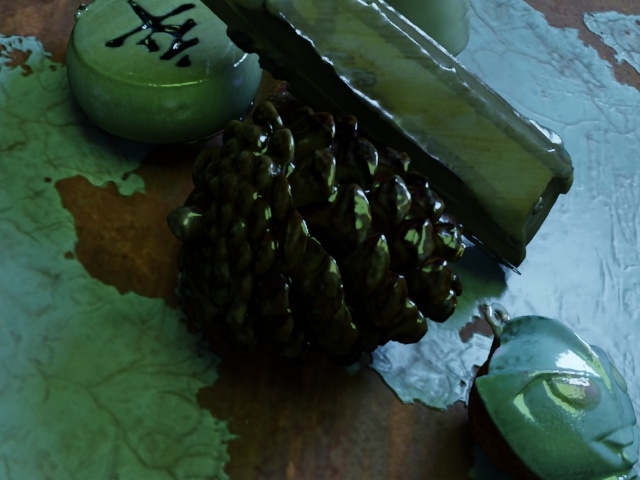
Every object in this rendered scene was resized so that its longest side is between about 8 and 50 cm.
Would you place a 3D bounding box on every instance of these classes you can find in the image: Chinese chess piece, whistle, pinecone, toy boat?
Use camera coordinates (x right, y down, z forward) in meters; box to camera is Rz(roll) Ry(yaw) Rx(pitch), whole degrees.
[{"bbox_3d":[-0.149,-0.174,1.259,0.188,0.083,0.188,1,43,-1],"label":"Chinese chess piece"},{"bbox_3d":[0.229,0.203,1.113,0.346,0.133,0.142,63,18,16],"label":"whistle"},{"bbox_3d":[0.000,0.000,1.119,0.272,0.224,0.224,13,50,-25],"label":"pinecone"},{"bbox_3d":[0.060,-0.145,1.224,0.445,0.162,0.136,37,83,-20],"label":"toy boat"}]

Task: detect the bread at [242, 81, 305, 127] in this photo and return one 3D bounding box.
[{"bbox_3d":[0.003,-0.110,1.310,0.136,0.054,0.154,31,56,5],"label":"bread"}]

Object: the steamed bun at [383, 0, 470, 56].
[{"bbox_3d":[0.058,-0.308,1.395,0.154,0.200,0.250,-17,57,-2],"label":"steamed bun"}]
